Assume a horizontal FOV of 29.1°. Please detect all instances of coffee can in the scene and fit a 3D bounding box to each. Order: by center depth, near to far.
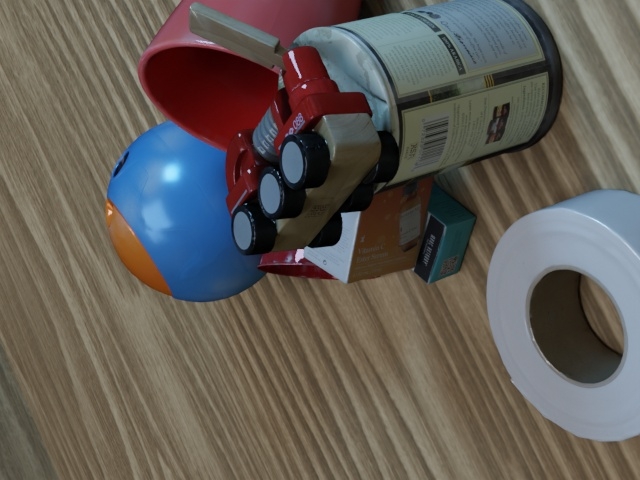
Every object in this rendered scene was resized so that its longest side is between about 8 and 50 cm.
[{"bbox_3d":[0.118,-0.174,1.451,0.201,0.275,0.202,26,124,45],"label":"coffee can"}]

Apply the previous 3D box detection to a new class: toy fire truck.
[{"bbox_3d":[-0.056,-0.130,1.354,0.217,0.158,0.246,-50,53,51],"label":"toy fire truck"}]

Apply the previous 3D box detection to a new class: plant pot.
[{"bbox_3d":[-0.071,-0.272,1.636,0.274,0.243,0.275,18,156,9],"label":"plant pot"}]

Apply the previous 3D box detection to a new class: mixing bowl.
[{"bbox_3d":[0.000,0.000,1.801,0.181,0.181,0.098,-8,75,54],"label":"mixing bowl"}]

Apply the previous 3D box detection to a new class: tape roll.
[{"bbox_3d":[0.327,0.088,1.442,0.286,0.100,0.286,26,125,44],"label":"tape roll"}]

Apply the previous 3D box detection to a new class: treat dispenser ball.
[{"bbox_3d":[-0.187,-0.049,1.902,0.288,0.288,0.288,26,125,45],"label":"treat dispenser ball"}]

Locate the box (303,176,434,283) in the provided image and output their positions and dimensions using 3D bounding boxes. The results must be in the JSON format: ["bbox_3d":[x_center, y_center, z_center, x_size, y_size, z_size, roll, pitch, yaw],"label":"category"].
[{"bbox_3d":[0.065,-0.046,1.598,0.091,0.130,0.171,33,123,41],"label":"box"}]

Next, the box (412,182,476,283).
[{"bbox_3d":[0.102,-0.054,1.709,0.244,0.060,0.101,43,135,34],"label":"box"}]
